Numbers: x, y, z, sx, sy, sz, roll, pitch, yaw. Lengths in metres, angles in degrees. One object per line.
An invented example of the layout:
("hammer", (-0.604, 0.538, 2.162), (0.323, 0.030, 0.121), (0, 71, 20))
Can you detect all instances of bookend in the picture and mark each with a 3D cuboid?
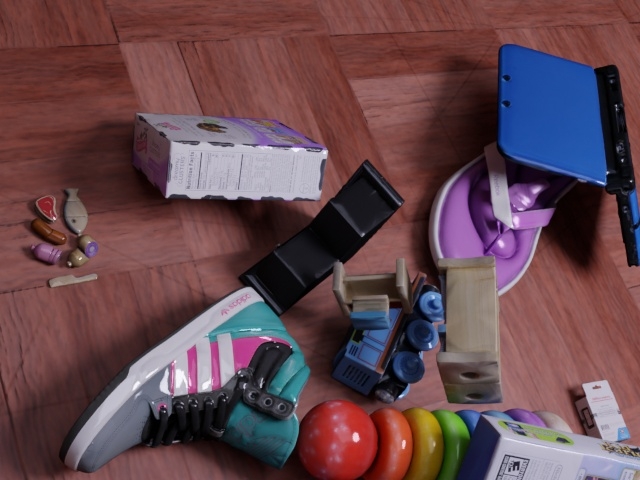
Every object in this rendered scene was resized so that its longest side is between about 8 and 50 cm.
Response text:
("bookend", (0.000, 0.000, 1.118), (0.072, 0.156, 0.157), (48, 54, 6))

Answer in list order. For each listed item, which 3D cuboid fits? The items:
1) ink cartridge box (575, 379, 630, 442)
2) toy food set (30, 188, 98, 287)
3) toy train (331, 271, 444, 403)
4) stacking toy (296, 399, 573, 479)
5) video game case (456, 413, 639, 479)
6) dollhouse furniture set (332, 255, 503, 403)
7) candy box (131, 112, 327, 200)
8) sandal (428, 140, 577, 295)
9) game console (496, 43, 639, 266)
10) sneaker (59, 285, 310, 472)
("ink cartridge box", (0.381, 0.236, 1.242), (0.048, 0.028, 0.083), (-3, 64, -27))
("toy food set", (-0.302, -0.007, 1.063), (0.078, 0.019, 0.122), (-11, 67, -30))
("toy train", (0.090, 0.116, 1.145), (0.105, 0.080, 0.184), (29, 54, 0))
("stacking toy", (0.126, 0.241, 1.040), (0.330, 0.141, 0.141), (14, 57, -21))
("video game case", (0.247, 0.342, 0.999), (0.244, 0.061, 0.269), (15, 101, -16))
("dollhouse furniture set", (0.114, 0.107, 1.055), (0.184, 0.129, 0.129), (-3, 58, 13))
("candy box", (-0.116, -0.104, 1.121), (0.196, 0.070, 0.165), (0, 19, -25))
("sandal", (0.287, -0.080, 1.332), (0.169, 0.102, 0.416), (40, 51, 1))
("game console", (0.371, -0.132, 1.356), (0.173, 0.250, 0.293), (-7, 41, 19))
("sneaker", (-0.116, 0.190, 0.982), (0.178, 0.124, 0.295), (42, 51, 13))
